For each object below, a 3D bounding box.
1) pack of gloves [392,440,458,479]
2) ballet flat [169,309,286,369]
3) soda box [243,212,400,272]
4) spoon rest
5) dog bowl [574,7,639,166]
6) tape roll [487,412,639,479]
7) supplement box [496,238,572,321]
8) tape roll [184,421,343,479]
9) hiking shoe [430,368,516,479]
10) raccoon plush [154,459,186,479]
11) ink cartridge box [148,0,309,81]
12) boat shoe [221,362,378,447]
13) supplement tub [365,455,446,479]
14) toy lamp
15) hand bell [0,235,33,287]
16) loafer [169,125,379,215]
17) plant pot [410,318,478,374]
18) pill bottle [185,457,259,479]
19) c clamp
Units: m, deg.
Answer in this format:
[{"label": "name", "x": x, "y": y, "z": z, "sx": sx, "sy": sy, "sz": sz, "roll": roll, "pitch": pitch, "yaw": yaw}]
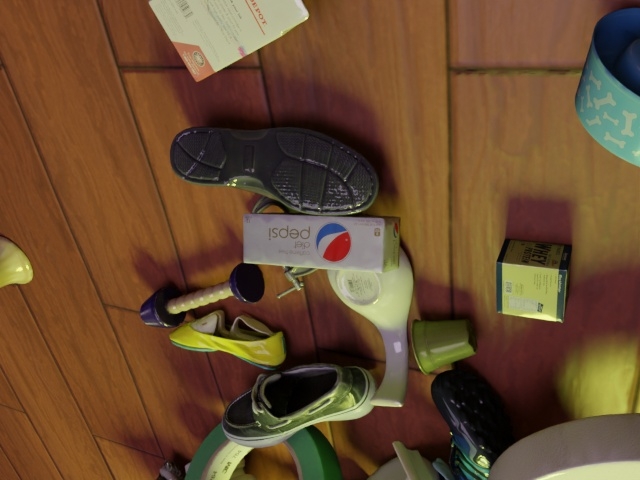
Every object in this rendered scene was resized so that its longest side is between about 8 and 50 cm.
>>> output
[{"label": "pack of gloves", "x": 0.219, "y": 0.411, "z": 0.942, "sx": 0.046, "sy": 0.232, "sz": 0.195, "roll": -41, "pitch": 137, "yaw": 14}, {"label": "ballet flat", "x": -0.166, "y": 0.167, "z": 1.133, "sx": 0.230, "sy": 0.077, "sz": 0.077, "roll": 11, "pitch": 106, "yaw": 19}, {"label": "soda box", "x": 0.000, "y": 0.000, "z": 0.872, "sx": 0.216, "sy": 0.069, "sz": 0.074, "roll": 3, "pitch": 95, "yaw": 27}, {"label": "spoon rest", "x": 0.085, "y": 0.110, "z": 0.949, "sx": 0.137, "sy": 0.084, "sz": 0.277, "roll": -3, "pitch": 107, "yaw": 30}, {"label": "dog bowl", "x": 0.373, "y": -0.106, "z": 0.568, "sx": 0.297, "sy": 0.166, "sz": 0.074, "roll": 26, "pitch": 143, "yaw": 11}, {"label": "tape roll", "x": 0.426, "y": 0.376, "z": 0.854, "sx": 0.391, "sy": 0.072, "sz": 0.392, "roll": 6, "pitch": 130, "yaw": 7}, {"label": "supplement box", "x": 0.272, "y": 0.050, "z": 0.801, "sx": 0.083, "sy": 0.056, "sz": 0.083, "roll": 7, "pitch": 125, "yaw": 26}, {"label": "tape roll", "x": -0.113, "y": 0.474, "z": 1.154, "sx": 0.321, "sy": 0.321, "sz": 0.077, "roll": -5, "pitch": 152, "yaw": 32}, {"label": "hiking shoe", "x": 0.243, "y": 0.333, "z": 0.984, "sx": 0.132, "sy": 0.113, "sz": 0.304, "roll": -24, "pitch": 109, "yaw": 38}, {"label": "raccoon plush", "x": -0.228, "y": 0.696, "z": 1.519, "sx": 0.446, "sy": 0.299, "sz": 0.216, "roll": 12, "pitch": 133, "yaw": -25}, {"label": "ink cartridge box", "x": -0.099, "y": -0.287, "z": 0.759, "sx": 0.198, "sy": 0.067, "sz": 0.115, "roll": -14, "pitch": 115, "yaw": 37}, {"label": "boat shoe", "x": -0.064, "y": 0.270, "z": 1.095, "sx": 0.335, "sy": 0.121, "sz": 0.119, "roll": -26, "pitch": 135, "yaw": 29}, {"label": "supplement tub", "x": 0.211, "y": 0.560, "z": 1.085, "sx": 0.325, "sy": 0.235, "sz": 0.235, "roll": 44, "pitch": 132, "yaw": -5}, {"label": "toy lamp", "x": -0.217, "y": 0.103, "z": 1.104, "sx": 0.274, "sy": 0.080, "sz": 0.080, "roll": -17, "pitch": 113, "yaw": 35}, {"label": "hand bell", "x": -0.725, "y": 0.105, "z": 1.277, "sx": 0.126, "sy": 0.242, "sz": 0.126, "roll": 15, "pitch": 129, "yaw": 20}, {"label": "loafer", "x": -0.057, "y": -0.104, "z": 0.871, "sx": 0.302, "sy": 0.095, "sz": 0.109, "roll": 12, "pitch": 98, "yaw": 16}, {"label": "plant pot", "x": 0.184, "y": 0.147, "z": 0.915, "sx": 0.079, "sy": 0.083, "sz": 0.083, "roll": -16, "pitch": 114, "yaw": 23}, {"label": "pill bottle", "x": -0.183, "y": 0.598, "z": 1.310, "sx": 0.169, "sy": 0.169, "sz": 0.302, "roll": -39, "pitch": 63, "yaw": 42}, {"label": "c clamp", "x": -0.061, "y": 0.006, "z": 0.968, "sx": 0.137, "sy": 0.022, "sz": 0.161, "roll": -23, "pitch": 99, "yaw": 38}]
